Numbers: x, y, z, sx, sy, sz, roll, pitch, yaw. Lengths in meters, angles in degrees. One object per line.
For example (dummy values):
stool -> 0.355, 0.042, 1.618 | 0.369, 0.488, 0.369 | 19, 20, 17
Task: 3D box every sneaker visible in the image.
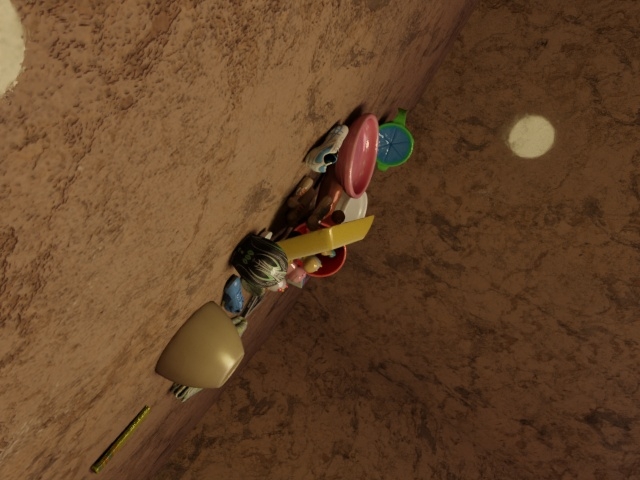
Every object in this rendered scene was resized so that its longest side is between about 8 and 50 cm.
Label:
sneaker -> -0.298, 0.197, 1.537 | 0.069, 0.082, 0.209 | -48, 169, -37
sneaker -> 0.036, -0.306, 1.447 | 0.237, 0.086, 0.085 | -53, 172, -34

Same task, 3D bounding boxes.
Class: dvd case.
dvd case -> -0.293, 0.254, 2.094 | 0.239, 0.029, 0.179 | -58, 174, 26

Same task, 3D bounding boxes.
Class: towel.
towel -> -0.455, 0.494, 1.840 | 0.321, 0.090, 0.374 | -55, 174, 3
towel -> -0.669, 0.670, 1.460 | 0.237, 0.021, 0.102 | -52, 178, -40

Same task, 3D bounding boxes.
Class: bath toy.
bath toy -> -0.102, 0.120, 1.913 | 0.348, 0.129, 0.151 | -38, -139, 21

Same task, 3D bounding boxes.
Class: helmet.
helmet -> -0.183, 0.072, 1.371 | 0.169, 0.161, 0.169 | -55, 174, -9

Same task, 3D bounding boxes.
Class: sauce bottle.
sauce bottle -> -0.175, 0.077, 1.713 | 0.344, 0.111, 0.111 | -51, 172, -43

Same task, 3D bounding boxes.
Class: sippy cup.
sippy cup -> 0.387, -0.544, 2.338 | 0.305, 0.240, 0.224 | -32, -164, 26

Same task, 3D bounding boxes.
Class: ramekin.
ramekin -> 0.127, -0.157, 2.310 | 0.277, 0.135, 0.277 | -43, 145, -41

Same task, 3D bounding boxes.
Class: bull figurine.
bull figurine -> 0.033, -0.188, 1.827 | 0.188, 0.101, 0.311 | -55, 169, -77

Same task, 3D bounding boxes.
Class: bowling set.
bowling set -> -0.023, -0.096, 1.618 | 0.154, 0.199, 0.287 | -53, 170, -9

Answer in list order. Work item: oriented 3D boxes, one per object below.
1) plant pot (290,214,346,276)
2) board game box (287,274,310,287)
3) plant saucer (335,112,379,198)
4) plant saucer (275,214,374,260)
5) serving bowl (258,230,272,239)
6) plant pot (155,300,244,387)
plant pot -> 0.000, 0.000, 2.046 | 0.275, 0.274, 0.243 | -58, -176, 23
board game box -> -0.067, 0.085, 2.414 | 0.303, 0.097, 0.224 | -49, 155, -49
plant saucer -> 0.142, -0.334, 1.703 | 0.332, 0.084, 0.333 | 14, 90, -71
plant saucer -> 0.001, 0.000, 1.612 | 0.332, 0.081, 0.332 | -16, -179, 36
serving bowl -> -0.201, -0.001, 1.479 | 0.083, 0.027, 0.083 | -55, 173, -10
plant pot -> -0.364, 0.369, 1.417 | 0.284, 0.190, 0.284 | -55, 173, -10
